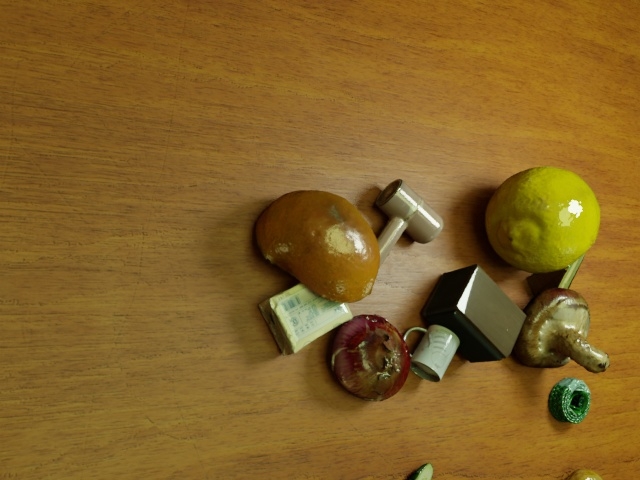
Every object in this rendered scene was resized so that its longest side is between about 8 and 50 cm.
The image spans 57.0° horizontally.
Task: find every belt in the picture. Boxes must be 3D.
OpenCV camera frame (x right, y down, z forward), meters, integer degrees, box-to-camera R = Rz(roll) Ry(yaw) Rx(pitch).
[{"bbox_3d":[0.801,0.507,1.872,0.121,0.079,0.151,47,61,-12],"label":"belt"}]

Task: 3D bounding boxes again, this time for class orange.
[{"bbox_3d":[-0.002,0.000,1.478,0.274,0.310,0.274,-36,134,-49],"label":"orange"}]

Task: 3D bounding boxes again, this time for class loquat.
[{"bbox_3d":[0.808,0.770,1.802,0.137,0.113,0.137,-1,94,-12],"label":"loquat"}]

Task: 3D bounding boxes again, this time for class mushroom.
[{"bbox_3d":[0.732,0.267,1.796,0.267,0.255,0.267,12,72,-39],"label":"mushroom"}]

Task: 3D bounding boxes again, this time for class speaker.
[{"bbox_3d":[0.442,0.213,1.692,0.231,0.153,0.192,44,58,-13],"label":"speaker"}]

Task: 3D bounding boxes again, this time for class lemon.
[{"bbox_3d":[0.673,-0.066,1.788,0.348,0.348,0.347,7,76,-28],"label":"lemon"}]

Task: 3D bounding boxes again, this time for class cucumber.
[{"bbox_3d":[0.261,0.640,1.572,0.107,0.035,0.067,-47,120,-29],"label":"cucumber"}]

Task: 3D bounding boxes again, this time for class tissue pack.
[{"bbox_3d":[-0.034,0.177,1.478,0.196,0.092,0.148,-26,89,-30],"label":"tissue pack"}]

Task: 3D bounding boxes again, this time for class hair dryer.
[{"bbox_3d":[0.191,0.014,1.650,0.189,0.107,0.344,41,72,-17],"label":"hair dryer"}]

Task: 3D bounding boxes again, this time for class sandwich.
[{"bbox_3d":[0.780,0.139,1.885,0.117,0.187,0.144,-30,88,-30],"label":"sandwich"}]

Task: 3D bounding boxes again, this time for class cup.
[{"bbox_3d":[0.303,0.301,1.631,0.136,0.099,0.133,45,63,-17],"label":"cup"}]

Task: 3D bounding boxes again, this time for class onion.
[{"bbox_3d":[0.141,0.295,1.509,0.230,0.163,0.229,7,71,-20],"label":"onion"}]
